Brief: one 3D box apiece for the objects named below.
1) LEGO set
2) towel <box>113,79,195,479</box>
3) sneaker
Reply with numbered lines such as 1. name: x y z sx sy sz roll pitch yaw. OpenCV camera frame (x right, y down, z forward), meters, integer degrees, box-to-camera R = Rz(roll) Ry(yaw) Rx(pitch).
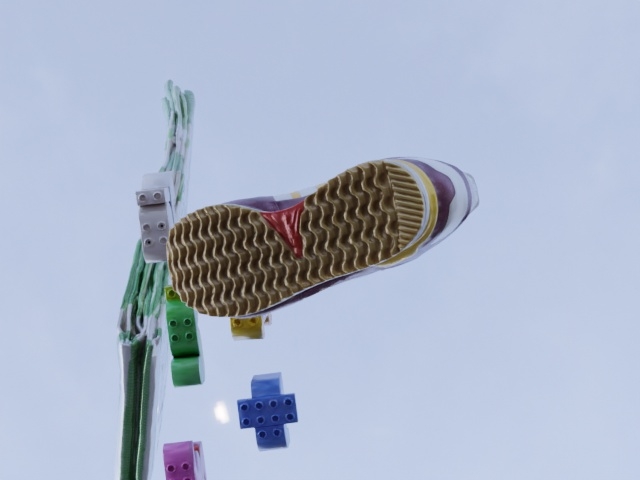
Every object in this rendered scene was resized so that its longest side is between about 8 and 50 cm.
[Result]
1. LEGO set: -0.064 0.067 0.975 0.087 0.093 0.227 -7 -86 2
2. towel: -0.149 0.046 1.394 0.038 0.325 0.248 5 -45 -3
3. sneaker: 0.000 0.000 0.852 0.185 0.070 0.084 -13 -4 36
